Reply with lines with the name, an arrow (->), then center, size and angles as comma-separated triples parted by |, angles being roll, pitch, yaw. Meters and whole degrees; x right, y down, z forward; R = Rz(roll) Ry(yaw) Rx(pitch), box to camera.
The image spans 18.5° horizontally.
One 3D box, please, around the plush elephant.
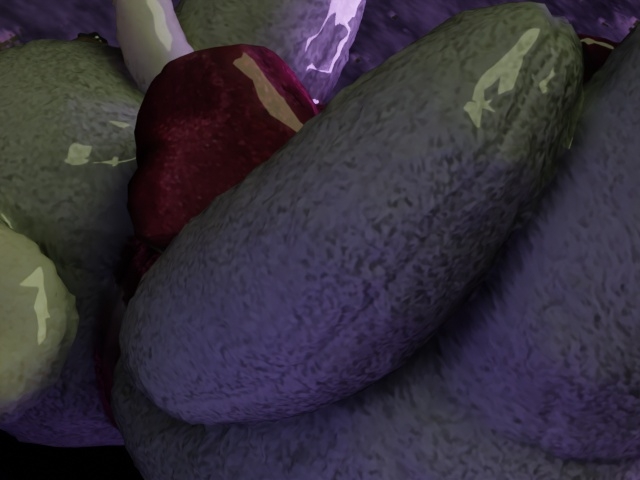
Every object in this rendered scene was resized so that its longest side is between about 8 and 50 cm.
plush elephant -> 0.000, 0.000, 0.525 | 0.255, 0.330, 0.272 | 40, 4, 26
